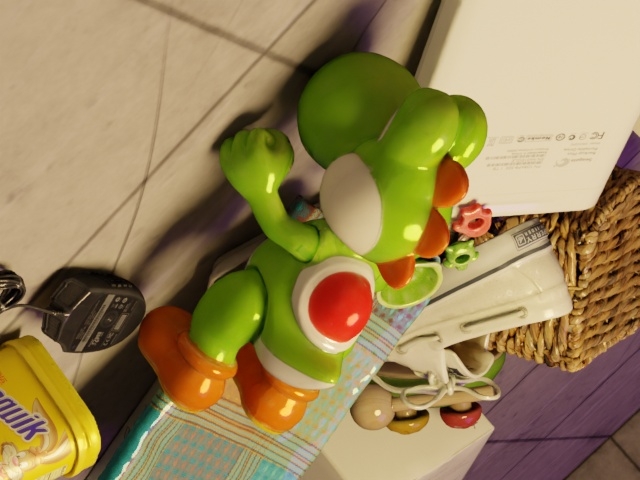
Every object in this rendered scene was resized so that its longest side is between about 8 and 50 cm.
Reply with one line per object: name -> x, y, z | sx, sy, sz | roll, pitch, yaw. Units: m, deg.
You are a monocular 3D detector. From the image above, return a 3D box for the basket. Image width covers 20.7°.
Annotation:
basket -> 0.272, 0.004, 2.098 | 0.299, 0.223, 0.213 | -22, 121, -55

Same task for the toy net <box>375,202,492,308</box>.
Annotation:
toy net -> 0.114, -0.028, 1.631 | 0.122, 0.045, 0.232 | -8, 142, -13

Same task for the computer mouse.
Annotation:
computer mouse -> -0.231, 0.051, 1.431 | 0.071, 0.041, 0.242 | -56, 150, 14

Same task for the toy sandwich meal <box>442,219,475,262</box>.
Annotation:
toy sandwich meal -> 0.162, -0.006, 2.019 | 0.085, 0.029, 0.085 | -41, 165, -13

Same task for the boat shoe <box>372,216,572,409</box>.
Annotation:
boat shoe -> 0.137, 0.111, 1.892 | 0.367, 0.156, 0.136 | -31, 174, 43

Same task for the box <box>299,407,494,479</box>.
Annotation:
box -> 0.051, 0.311, 2.275 | 0.215, 0.168, 0.345 | -28, 157, -30

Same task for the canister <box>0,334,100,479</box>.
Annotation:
canister -> -0.284, 0.162, 1.428 | 0.170, 0.126, 0.073 | -23, 154, -35

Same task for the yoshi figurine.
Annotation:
yoshi figurine -> -0.002, -0.017, 1.496 | 0.362, 0.203, 0.203 | -50, 177, 27

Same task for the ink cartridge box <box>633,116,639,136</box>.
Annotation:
ink cartridge box -> 0.404, -0.180, 1.991 | 0.143, 0.092, 0.090 | -20, 151, -47

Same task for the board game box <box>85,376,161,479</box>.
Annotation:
board game box -> -0.122, 0.226, 1.892 | 0.224, 0.097, 0.303 | -14, 147, -50

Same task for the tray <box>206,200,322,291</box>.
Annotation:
tray -> -0.016, 0.006, 1.720 | 0.270, 0.030, 0.145 | -30, 156, -28

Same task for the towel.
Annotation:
towel -> -0.055, 0.155, 1.704 | 0.370, 0.040, 0.271 | -55, 144, 2

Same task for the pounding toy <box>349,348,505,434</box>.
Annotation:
pounding toy -> 0.129, 0.187, 2.064 | 0.183, 0.110, 0.237 | -3, -164, 9

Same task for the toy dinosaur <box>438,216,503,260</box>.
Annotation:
toy dinosaur -> 0.191, -0.096, 1.799 | 0.313, 0.121, 0.160 | -31, 144, 13

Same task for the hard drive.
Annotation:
hard drive -> 0.200, -0.153, 1.588 | 0.233, 0.047, 0.353 | -4, 141, -20
